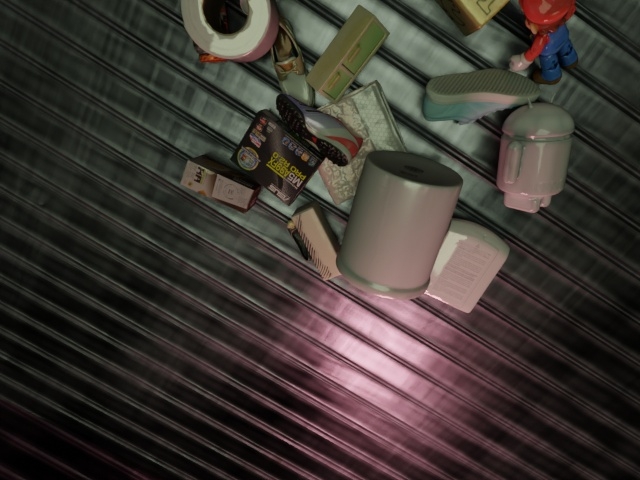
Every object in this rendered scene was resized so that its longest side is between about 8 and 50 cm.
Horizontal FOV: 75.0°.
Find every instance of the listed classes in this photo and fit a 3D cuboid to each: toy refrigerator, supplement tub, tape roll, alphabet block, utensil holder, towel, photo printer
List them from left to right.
[{"bbox_3d":[-0.353,-0.673,1.327,0.117,0.117,0.190,-1,110,7],"label":"supplement tub"},{"bbox_3d":[-0.248,-0.641,1.182,0.246,0.169,0.246,1,110,2],"label":"tape roll"},{"bbox_3d":[0.084,-0.573,1.304,0.269,0.102,0.094,-48,58,19],"label":"toy refrigerator"},{"bbox_3d":[0.118,-0.328,1.434,0.317,0.053,0.332,-24,105,14],"label":"towel"},{"bbox_3d":[0.249,-0.059,1.350,0.328,0.327,0.385,14,117,1],"label":"utensil holder"},{"bbox_3d":[0.505,0.082,1.509,0.256,0.107,0.307,24,110,-3],"label":"photo printer"},{"bbox_3d":[0.444,-0.733,1.177,0.197,0.192,0.193,45,110,-9],"label":"alphabet block"}]

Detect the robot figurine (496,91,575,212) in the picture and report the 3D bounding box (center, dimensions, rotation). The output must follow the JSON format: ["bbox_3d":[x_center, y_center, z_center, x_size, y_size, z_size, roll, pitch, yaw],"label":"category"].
[{"bbox_3d":[0.668,-0.271,1.304,0.200,0.300,0.353,22,126,44],"label":"robot figurine"}]

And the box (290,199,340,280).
[{"bbox_3d":[0.000,0.000,1.536,0.094,0.113,0.275,-23,104,15],"label":"box"}]

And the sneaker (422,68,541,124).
[{"bbox_3d":[0.499,-0.446,1.329,0.366,0.135,0.150,-1,150,-3],"label":"sneaker"}]

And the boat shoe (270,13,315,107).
[{"bbox_3d":[-0.105,-0.564,1.345,0.113,0.103,0.302,-18,107,13],"label":"boat shoe"}]

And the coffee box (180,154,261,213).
[{"bbox_3d":[-0.347,-0.203,1.485,0.246,0.141,0.098,25,110,-2],"label":"coffee box"}]

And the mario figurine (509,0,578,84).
[{"bbox_3d":[0.633,-0.609,1.186,0.170,0.198,0.320,6,159,38],"label":"mario figurine"}]

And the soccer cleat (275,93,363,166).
[{"bbox_3d":[-0.006,-0.378,1.362,0.318,0.108,0.116,40,68,4],"label":"soccer cleat"}]

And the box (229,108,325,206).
[{"bbox_3d":[-0.150,-0.285,1.447,0.270,0.060,0.216,39,118,-2],"label":"box"}]

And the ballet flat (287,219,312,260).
[{"bbox_3d":[-0.074,-0.001,1.575,0.057,0.049,0.173,-25,105,14],"label":"ballet flat"}]

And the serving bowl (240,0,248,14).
[{"bbox_3d":[-0.213,-0.759,1.327,0.083,0.027,0.083,2,111,6],"label":"serving bowl"}]
